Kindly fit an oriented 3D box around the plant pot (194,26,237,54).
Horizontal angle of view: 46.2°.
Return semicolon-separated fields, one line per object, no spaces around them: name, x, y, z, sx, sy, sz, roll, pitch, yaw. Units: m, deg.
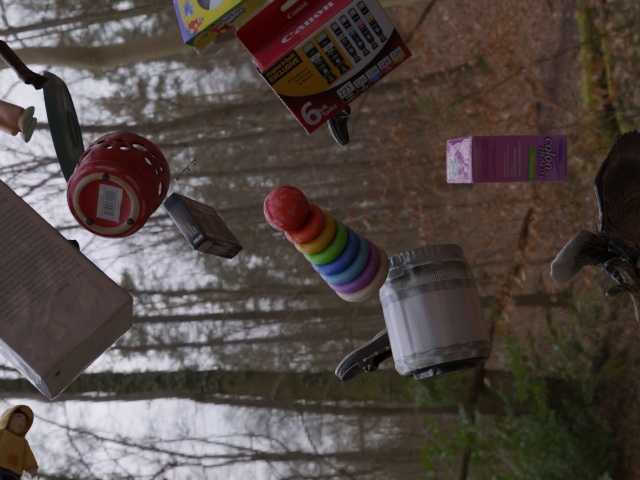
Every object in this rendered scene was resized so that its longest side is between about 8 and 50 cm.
plant pot;-0.315;-0.584;2.112;0.109;0.109;0.096;55;-143;-14

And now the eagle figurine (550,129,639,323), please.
eagle figurine;0.481;-0.013;1.206;0.225;0.226;0.298;49;-156;-27

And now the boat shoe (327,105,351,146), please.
boat shoe;0.067;-0.447;2.631;0.084;0.079;0.233;-19;-82;-57

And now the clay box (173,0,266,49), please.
clay box;-0.179;-0.473;1.412;0.053;0.222;0.127;6;-118;-54

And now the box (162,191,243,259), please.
box;-0.346;-0.040;2.222;0.183;0.056;0.231;51;-170;19

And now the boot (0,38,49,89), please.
boot;-0.638;-0.375;1.594;0.114;0.037;0.106;46;-177;1

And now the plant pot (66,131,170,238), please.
plant pot;-0.419;-0.109;1.538;0.174;0.191;0.191;-81;-18;-64

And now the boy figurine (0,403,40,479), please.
boy figurine;-0.756;0.531;1.830;0.177;0.092;0.285;42;-153;-34

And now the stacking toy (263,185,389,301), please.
stacking toy;0.000;0.000;1.538;0.330;0.141;0.141;38;-141;-41

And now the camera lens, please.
camera lens;0.254;0.168;1.697;0.219;0.220;0.274;50;-153;-73

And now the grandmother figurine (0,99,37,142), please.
grandmother figurine;-0.925;-0.369;1.956;0.208;0.343;0.104;121;167;-57

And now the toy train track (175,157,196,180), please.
toy train track;-0.362;-0.189;2.029;0.014;0.083;0.048;44;156;-12

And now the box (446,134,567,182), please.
box;0.467;-0.205;1.911;0.213;0.243;0.117;-150;57;-81

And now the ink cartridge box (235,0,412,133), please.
ink cartridge box;0.005;-0.453;1.738;0.272;0.309;0.130;47;-170;-36

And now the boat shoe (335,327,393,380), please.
boat shoe;0.144;0.334;2.142;0.068;0.228;0.081;55;-172;34

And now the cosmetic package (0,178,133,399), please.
cosmetic package;-0.617;0.073;1.503;0.230;0.453;0.161;-45;-10;-29

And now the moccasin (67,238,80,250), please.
moccasin;-0.775;0.016;1.894;0.138;0.342;0.116;10;-106;-80

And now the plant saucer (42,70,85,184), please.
plant saucer;-0.663;-0.288;1.965;0.317;0.044;0.317;167;90;-81
